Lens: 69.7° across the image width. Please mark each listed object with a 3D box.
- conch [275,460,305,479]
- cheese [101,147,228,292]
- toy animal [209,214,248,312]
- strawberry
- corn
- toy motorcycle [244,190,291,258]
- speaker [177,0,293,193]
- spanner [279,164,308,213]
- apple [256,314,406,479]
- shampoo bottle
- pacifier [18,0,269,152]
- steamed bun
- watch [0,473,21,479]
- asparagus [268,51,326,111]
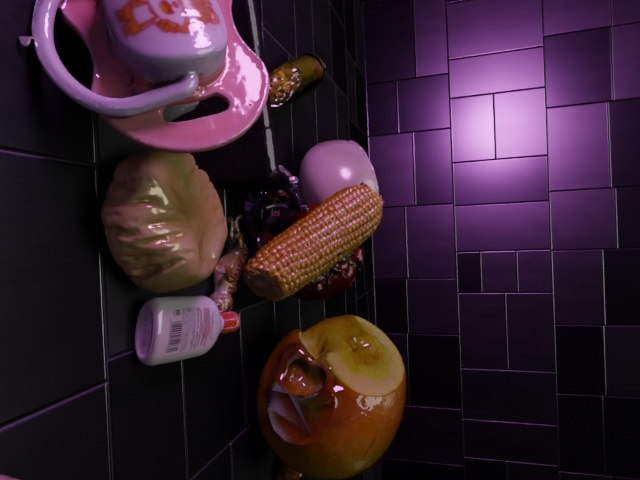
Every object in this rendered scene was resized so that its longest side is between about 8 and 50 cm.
[{"bbox_3d":[-0.066,0.583,1.245,0.233,0.086,0.080,-71,153,-47],"label":"conch"},{"bbox_3d":[-0.240,-0.040,0.722,0.226,0.117,0.214,-79,155,-52],"label":"cheese"},{"bbox_3d":[-0.194,0.046,0.962,0.099,0.056,0.241,80,16,-45],"label":"toy animal"},{"bbox_3d":[-0.022,0.033,1.249,0.274,0.220,0.274,-2,93,-34],"label":"strawberry"},{"bbox_3d":[0.000,0.000,1.049,0.387,0.143,0.144,-40,134,-29],"label":"corn"},{"bbox_3d":[-0.123,-0.045,1.082,0.082,0.122,0.213,-3,92,-42],"label":"toy motorcycle"},{"bbox_3d":[-0.167,-0.264,0.892,0.184,0.179,0.389,-65,150,-70],"label":"speaker"},{"bbox_3d":[-0.074,-0.123,1.158,0.325,0.040,0.096,-126,-156,-66],"label":"spanner"},{"bbox_3d":[0.019,0.362,1.110,0.374,0.374,0.384,49,47,-64],"label":"apple"},{"bbox_3d":[-0.220,0.149,0.797,0.221,0.051,0.108,11,82,-64],"label":"shampoo bottle"},{"bbox_3d":[-0.214,-0.262,0.639,0.332,0.220,0.273,66,14,8],"label":"pacifier"},{"bbox_3d":[0.047,-0.147,1.433,0.324,0.206,0.325,164,-90,-80],"label":"steamed bun"},{"bbox_3d":[-0.249,0.242,0.311,0.241,0.253,0.162,127,-21,-51],"label":"watch"},{"bbox_3d":[-0.081,-0.445,1.283,0.108,0.128,0.382,46,30,-9],"label":"asparagus"}]
